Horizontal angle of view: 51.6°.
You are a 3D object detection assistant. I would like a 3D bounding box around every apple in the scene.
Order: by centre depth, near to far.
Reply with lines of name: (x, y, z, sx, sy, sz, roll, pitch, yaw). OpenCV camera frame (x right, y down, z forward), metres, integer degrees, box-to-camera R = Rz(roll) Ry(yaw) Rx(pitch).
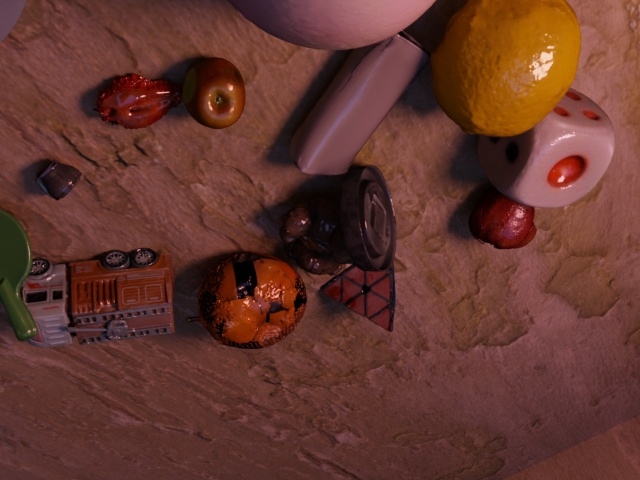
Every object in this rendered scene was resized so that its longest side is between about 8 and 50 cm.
apple: (-0.171, -0.242, 1.098, 0.099, 0.102, 0.114, 14, 120, -32)

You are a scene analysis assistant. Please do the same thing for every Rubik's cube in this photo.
Rubik's cube: (0.118, 0.120, 1.605, 0.191, 0.211, 0.178, -1, 166, 26)

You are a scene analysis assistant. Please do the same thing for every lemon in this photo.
lemon: (0.312, -0.300, 1.124, 0.234, 0.233, 0.288, 6, 134, -25)

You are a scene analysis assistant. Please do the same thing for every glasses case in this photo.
glasses case: (0.068, -0.250, 1.192, 0.128, 0.083, 0.308, 14, 127, -38)

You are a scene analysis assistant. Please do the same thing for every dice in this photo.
dice: (0.440, -0.189, 1.304, 0.193, 0.191, 0.194, -1, 135, -21)

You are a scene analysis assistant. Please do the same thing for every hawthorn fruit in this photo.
hawthorn fruit: (0.413, -0.063, 1.463, 0.148, 0.148, 0.171, 7, 111, -25)

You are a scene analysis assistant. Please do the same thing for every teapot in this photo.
teapot: (-0.466, -0.106, 1.166, 0.088, 0.066, 0.057, -26, 120, 39)

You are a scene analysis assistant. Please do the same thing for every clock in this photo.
clock: (0.097, -0.042, 1.317, 0.042, 0.214, 0.215, -7, 142, 25)

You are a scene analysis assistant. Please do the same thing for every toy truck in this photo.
toy truck: (-0.443, 0.124, 1.320, 0.306, 0.162, 0.136, -6, 135, -14)

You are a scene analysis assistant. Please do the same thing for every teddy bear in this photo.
teddy bear: (0.000, 0.000, 1.392, 0.177, 0.140, 0.190, 24, 137, 1)

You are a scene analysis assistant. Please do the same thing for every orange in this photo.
orange: (-0.146, 0.131, 1.420, 0.235, 0.182, 0.234, -18, 135, -19)

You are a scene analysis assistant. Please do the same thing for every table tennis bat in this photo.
table tennis bat: (-0.581, 0.062, 1.197, 0.161, 0.039, 0.257, -24, 92, 7)

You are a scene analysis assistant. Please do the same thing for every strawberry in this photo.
strawberry: (-0.303, -0.228, 1.107, 0.152, 0.048, 0.103, -14, 140, -1)

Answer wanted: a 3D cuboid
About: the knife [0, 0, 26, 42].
knife: (-0.447, -0.372, 0.926, 0.080, 0.044, 0.331, 5, 137, -33)

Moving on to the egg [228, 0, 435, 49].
egg: (0.011, -0.395, 0.775, 0.355, 0.339, 0.354, 1, 116, 2)

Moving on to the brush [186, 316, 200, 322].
brush: (-0.270, 0.186, 1.544, 0.083, 0.021, 0.018, -7, 137, -12)
